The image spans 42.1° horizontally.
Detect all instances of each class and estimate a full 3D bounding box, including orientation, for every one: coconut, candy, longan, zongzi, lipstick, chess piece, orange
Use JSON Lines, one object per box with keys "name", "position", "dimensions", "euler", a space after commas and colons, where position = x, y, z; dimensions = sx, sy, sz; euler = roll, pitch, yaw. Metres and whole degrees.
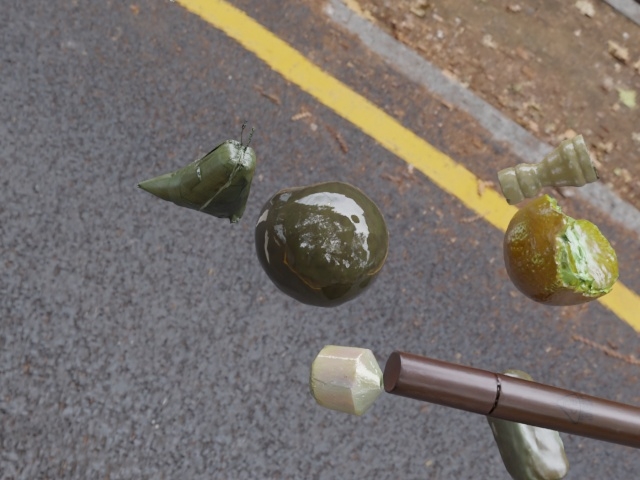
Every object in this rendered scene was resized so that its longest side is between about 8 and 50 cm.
{"name": "coconut", "position": [0.052, 0.240, 1.439], "dimensions": [0.122, 0.116, 0.116], "euler": [8, 40, 23]}
{"name": "candy", "position": [0.407, 0.379, 1.672], "dimensions": [0.102, 0.104, 0.233], "euler": [-2, 63, -23]}
{"name": "longan", "position": [0.000, 0.000, 1.520], "dimensions": [0.248, 0.248, 0.248], "euler": [14, 48, -16]}
{"name": "zongzi", "position": [-0.139, -0.084, 0.928], "dimensions": [0.131, 0.154, 0.062], "euler": [15, 59, -6]}
{"name": "lipstick", "position": [0.250, 0.199, 1.026], "dimensions": [0.357, 0.057, 0.057], "euler": [15, 48, -13]}
{"name": "chess piece", "position": [0.301, -0.088, 1.108], "dimensions": [0.066, 0.122, 0.066], "euler": [53, 24, -36]}
{"name": "orange", "position": [0.407, 0.024, 1.461], "dimensions": [0.237, 0.158, 0.179], "euler": [18, 57, -49]}
